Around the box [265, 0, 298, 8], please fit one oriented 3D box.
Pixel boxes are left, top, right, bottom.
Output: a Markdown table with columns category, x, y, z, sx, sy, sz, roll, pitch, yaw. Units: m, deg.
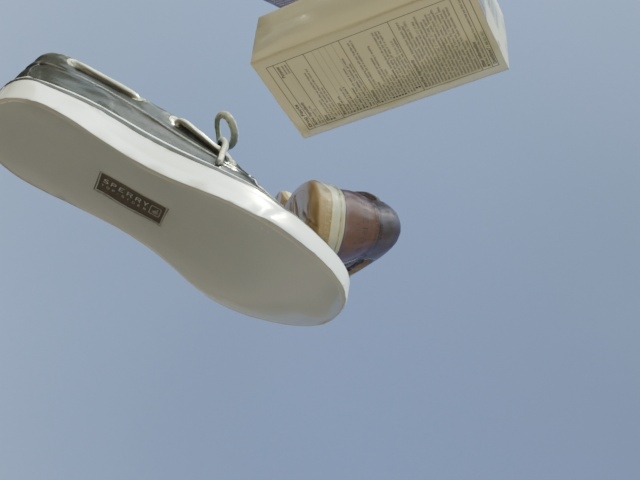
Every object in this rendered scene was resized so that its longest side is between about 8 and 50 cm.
| category | x | y | z | sx | sy | sz | roll | pitch | yaw |
| --- | --- | --- | --- | --- | --- | --- | --- | --- | --- |
| box | -0.048 | -0.510 | 1.472 | 0.143 | 0.381 | 0.191 | 11 | -97 | 59 |

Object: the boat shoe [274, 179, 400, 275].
| category | x | y | z | sx | sy | sz | roll | pitch | yaw |
| --- | --- | --- | --- | --- | --- | --- | --- | --- | --- |
| boat shoe | 0.000 | 0.000 | 0.840 | 0.285 | 0.092 | 0.102 | 156 | -55 | -75 |

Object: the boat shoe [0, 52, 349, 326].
| category | x | y | z | sx | sy | sz | roll | pitch | yaw |
| --- | --- | --- | --- | --- | --- | --- | --- | --- | --- |
| boat shoe | -0.105 | -0.043 | 0.682 | 0.306 | 0.105 | 0.113 | 27 | -47 | -7 |

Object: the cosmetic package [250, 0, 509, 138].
| category | x | y | z | sx | sy | sz | roll | pitch | yaw |
| --- | --- | --- | --- | --- | --- | --- | --- | --- | --- |
| cosmetic package | 0.080 | -0.267 | 1.158 | 0.310 | 0.160 | 0.113 | -14 | -132 | 23 |
